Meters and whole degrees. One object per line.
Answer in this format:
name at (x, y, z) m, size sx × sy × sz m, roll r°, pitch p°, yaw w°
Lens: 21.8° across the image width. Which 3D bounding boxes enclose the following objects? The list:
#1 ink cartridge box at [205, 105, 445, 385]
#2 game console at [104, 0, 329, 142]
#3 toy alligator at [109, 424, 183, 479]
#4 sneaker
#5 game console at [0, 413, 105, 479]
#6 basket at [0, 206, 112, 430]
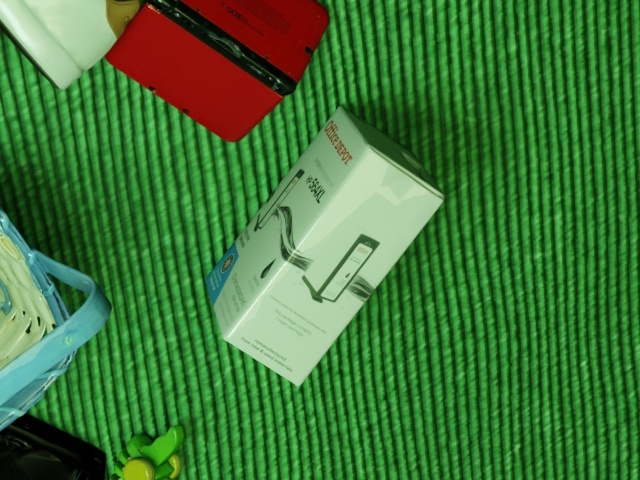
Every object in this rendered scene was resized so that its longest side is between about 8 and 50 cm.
ink cartridge box at (0.000, 0.000, 1.417) m, size 0.086 × 0.148 × 0.203 m, roll 34°, pitch 100°, yaw -19°
game console at (-0.087, -0.174, 1.408) m, size 0.144 × 0.085 × 0.124 m, roll 33°, pitch 70°, yaw -21°
toy alligator at (-0.176, 0.242, 1.528) m, size 0.051 × 0.056 × 0.189 m, roll 31°, pitch 110°, yaw 24°
sneaker at (-0.253, -0.263, 1.304) m, size 0.123 × 0.106 × 0.290 m, roll -41°, pitch 120°, yaw -5°
game console at (-0.386, 0.207, 1.476) m, size 0.361 × 0.044 × 0.213 m, roll 30°, pitch 100°, yaw -20°
basket at (-0.313, 0.088, 1.293) m, size 0.255 × 0.289 × 0.201 m, roll -38°, pitch 123°, yaw -16°
